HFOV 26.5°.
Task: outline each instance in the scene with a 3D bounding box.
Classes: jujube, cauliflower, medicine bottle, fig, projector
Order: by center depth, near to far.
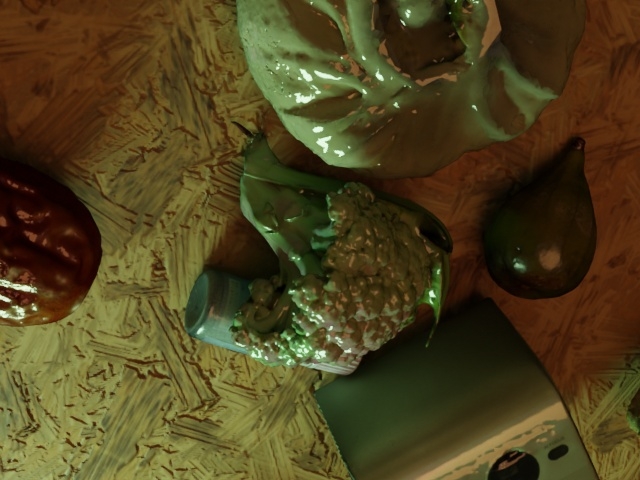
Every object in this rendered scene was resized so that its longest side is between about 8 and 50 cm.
[{"bbox_3d":[-0.347,-0.008,1.377,0.250,0.174,0.174,24,105,-19],"label":"jujube"},{"bbox_3d":[0.000,0.000,1.458,0.256,0.315,0.239,-27,155,-48],"label":"cauliflower"},{"bbox_3d":[-0.049,0.098,1.547,0.203,0.083,0.083,20,107,-20],"label":"medicine bottle"},{"bbox_3d":[0.250,-0.026,1.567,0.126,0.133,0.185,-4,76,4],"label":"fig"},{"bbox_3d":[0.162,0.251,1.575,0.249,0.248,0.249,-28,117,-1],"label":"projector"}]

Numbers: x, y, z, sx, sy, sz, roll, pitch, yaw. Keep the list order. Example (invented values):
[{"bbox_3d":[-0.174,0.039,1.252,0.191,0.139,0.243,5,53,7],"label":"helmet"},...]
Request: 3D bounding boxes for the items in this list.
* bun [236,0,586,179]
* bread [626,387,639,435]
[{"bbox_3d":[0.105,-0.223,1.374,0.359,0.211,0.360,-5,115,-11],"label":"bun"},{"bbox_3d":[0.583,0.174,1.681,0.323,0.143,0.333,31,91,-23],"label":"bread"}]
